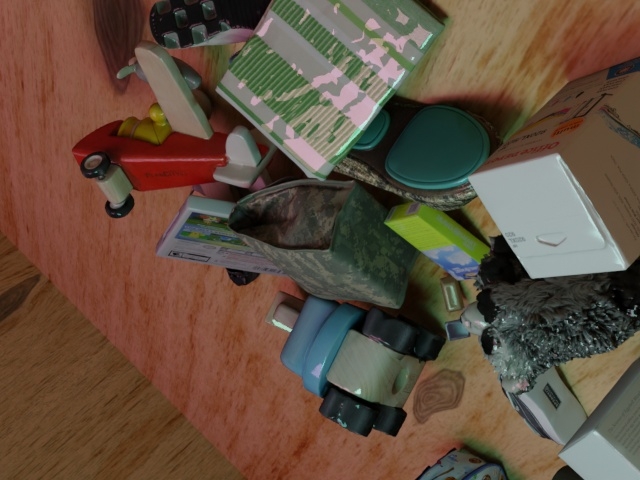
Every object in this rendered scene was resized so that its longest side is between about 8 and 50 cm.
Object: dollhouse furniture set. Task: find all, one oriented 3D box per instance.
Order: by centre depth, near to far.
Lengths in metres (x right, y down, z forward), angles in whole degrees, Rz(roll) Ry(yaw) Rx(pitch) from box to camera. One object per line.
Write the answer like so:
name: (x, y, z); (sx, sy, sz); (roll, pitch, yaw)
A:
dollhouse furniture set: (0.267, 0.113, 1.905); (0.081, 0.091, 0.114); (-40, -64, -78)

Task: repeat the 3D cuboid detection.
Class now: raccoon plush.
raccoon plush: (0.409, 0.154, 1.563); (0.446, 0.216, 0.299); (27, 154, 35)

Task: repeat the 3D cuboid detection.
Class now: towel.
towel: (0.005, -0.276, 1.577); (0.248, 0.038, 0.325); (44, 119, 11)

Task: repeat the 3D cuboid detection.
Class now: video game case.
video game case: (-0.141, -0.001, 2.099); (0.329, 0.036, 0.300); (10, 159, -18)

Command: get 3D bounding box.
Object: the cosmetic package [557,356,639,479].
cosmetic package: (0.520, 0.303, 1.547); (0.225, 0.224, 0.138); (44, 152, 9)

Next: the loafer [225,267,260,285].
loafer: (-0.192, 0.027, 2.364); (0.109, 0.095, 0.302); (42, 152, 13)

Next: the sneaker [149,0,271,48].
sneaker: (-0.110, -0.388, 1.712); (0.331, 0.146, 0.122); (-2, 99, 30)

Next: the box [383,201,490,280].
box: (0.206, 0.000, 1.766); (0.178, 0.042, 0.109); (36, 159, -20)

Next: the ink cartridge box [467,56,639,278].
ink cartridge box: (0.340, -0.089, 1.291); (0.168, 0.233, 0.171); (55, 152, -13)

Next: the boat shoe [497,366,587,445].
boat shoe: (0.361, 0.243, 1.843); (0.102, 0.108, 0.301); (-1, 133, 54)

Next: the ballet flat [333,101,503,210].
ballet flat: (0.139, -0.134, 1.650); (0.483, 0.164, 0.182); (23, 166, 49)

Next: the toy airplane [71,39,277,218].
toy airplane: (-0.250, -0.198, 2.030); (0.385, 0.272, 0.386); (24, 138, -19)

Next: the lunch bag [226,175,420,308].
lunch bag: (0.000, 0.000, 1.876); (0.287, 0.168, 0.235); (3, 155, 42)

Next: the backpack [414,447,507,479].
backpack: (0.305, 0.589, 2.212); (0.213, 0.276, 0.263); (6, 125, 46)

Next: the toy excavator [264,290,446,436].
toy excavator: (0.017, 0.195, 2.102); (0.445, 0.222, 0.433); (27, 180, 27)

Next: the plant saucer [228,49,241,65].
plant saucer: (-0.055, -0.296, 1.735); (0.195, 0.037, 0.195); (9, 170, 1)

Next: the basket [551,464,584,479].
basket: (0.548, 0.504, 1.858); (0.227, 0.154, 0.204); (-7, 118, 54)
